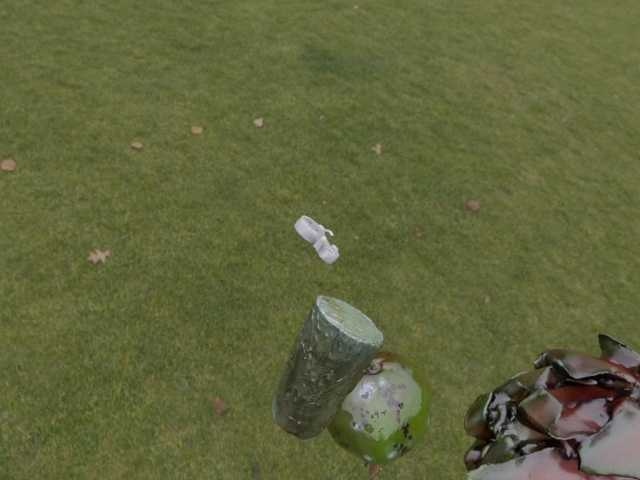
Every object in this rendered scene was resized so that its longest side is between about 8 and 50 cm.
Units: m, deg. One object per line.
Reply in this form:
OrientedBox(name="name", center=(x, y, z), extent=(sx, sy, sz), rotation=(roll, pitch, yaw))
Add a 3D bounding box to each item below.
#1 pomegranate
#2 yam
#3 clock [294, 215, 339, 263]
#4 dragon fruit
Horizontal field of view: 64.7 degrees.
OrientedBox(name="pomegranate", center=(0.154, 0.451, 1.271), extent=(0.291, 0.291, 0.323), rotation=(-12, 87, -26))
OrientedBox(name="yam", center=(0.005, 0.155, 0.630), extent=(0.107, 0.183, 0.107), rotation=(21, 26, -11))
OrientedBox(name="clock", center=(0.000, 0.000, 1.081), extent=(0.087, 0.041, 0.129), rotation=(18, 28, -54))
OrientedBox(name="dragon fruit", center=(0.199, 0.160, 0.369), extent=(0.189, 0.182, 0.182), rotation=(25, 45, 10))
